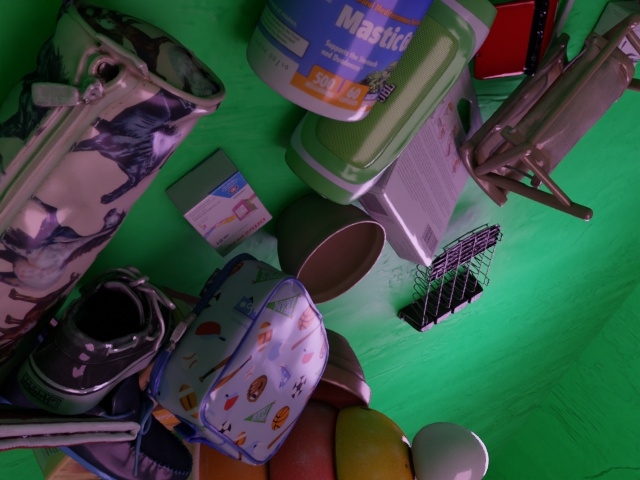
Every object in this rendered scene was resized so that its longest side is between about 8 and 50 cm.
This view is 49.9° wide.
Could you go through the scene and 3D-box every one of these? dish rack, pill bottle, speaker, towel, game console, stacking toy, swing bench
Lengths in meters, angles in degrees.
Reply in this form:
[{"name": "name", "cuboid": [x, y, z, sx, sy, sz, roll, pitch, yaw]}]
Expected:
[{"name": "dish rack", "cuboid": [0.276, 0.070, 1.447, 0.208, 0.074, 0.271, -28, 145, -22]}, {"name": "pill bottle", "cuboid": [0.045, -0.271, 0.690, 0.152, 0.152, 0.272, -3, 133, -46]}, {"name": "speaker", "cuboid": [0.081, -0.190, 0.854, 0.131, 0.131, 0.296, 12, 121, -53]}, {"name": "towel", "cuboid": [-0.377, 0.172, 0.656, 0.237, 0.329, 0.037, 31, 62, -66]}, {"name": "game console", "cuboid": [0.289, -0.315, 1.005, 0.124, 0.085, 0.144, -60, 159, -23]}, {"name": "stacking toy", "cuboid": [0.036, 0.387, 1.151, 0.480, 0.350, 0.350, -10, 149, 10]}, {"name": "swing bench", "cuboid": [0.367, -0.184, 1.060, 0.165, 0.255, 0.253, 42, 86, -18]}]

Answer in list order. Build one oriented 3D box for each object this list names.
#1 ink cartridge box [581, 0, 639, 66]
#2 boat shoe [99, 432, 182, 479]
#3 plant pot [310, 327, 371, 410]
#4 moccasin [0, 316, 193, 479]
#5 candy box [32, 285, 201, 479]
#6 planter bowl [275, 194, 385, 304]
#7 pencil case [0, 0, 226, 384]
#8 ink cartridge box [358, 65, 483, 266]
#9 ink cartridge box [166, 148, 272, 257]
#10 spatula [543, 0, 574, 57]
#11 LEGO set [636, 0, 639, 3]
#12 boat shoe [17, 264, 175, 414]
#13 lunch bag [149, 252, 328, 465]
[{"name": "ink cartridge box", "cuboid": [0.514, -0.327, 1.218, 0.104, 0.060, 0.180, -17, 141, -35]}, {"name": "boat shoe", "cuboid": [-0.319, 0.399, 1.181, 0.301, 0.102, 0.108, -54, 146, -21]}, {"name": "plant pot", "cuboid": [-0.019, 0.221, 1.228, 0.237, 0.238, 0.109, 67, 33, -57]}, {"name": "moccasin", "cuboid": [-0.270, 0.200, 0.848, 0.117, 0.137, 0.342, -43, 123, 1]}, {"name": "candy box", "cuboid": [-0.260, 0.223, 1.032, 0.316, 0.087, 0.183, -47, 149, 9]}, {"name": "planter bowl", "cuboid": [0.000, 0.000, 1.018, 0.162, 0.109, 0.162, -29, 147, -20]}, {"name": "pencil case", "cuboid": [-0.270, -0.029, 0.633, 0.410, 0.160, 0.183, -49, 175, 12]}, {"name": "ink cartridge box", "cuboid": [0.165, -0.129, 1.083, 0.261, 0.066, 0.296, -64, 151, -12]}, {"name": "ink cartridge box", "cuboid": [-0.126, -0.045, 0.881, 0.088, 0.052, 0.122, -39, 150, -4]}, {"name": "spatula", "cuboid": [0.337, -0.362, 1.028, 0.168, 0.019, 0.242, -25, 149, -27]}, {"name": "LEGO set", "cuboid": [0.609, -0.394, 1.011, 0.192, 0.331, 0.255, -2, 145, -36]}, {"name": "boat shoe", "cuboid": [-0.228, 0.084, 0.781, 0.105, 0.113, 0.306, -56, 177, 12]}, {"name": "lunch bag", "cuboid": [-0.102, 0.172, 0.931, 0.243, 0.115, 0.303, -56, 151, -20]}]
